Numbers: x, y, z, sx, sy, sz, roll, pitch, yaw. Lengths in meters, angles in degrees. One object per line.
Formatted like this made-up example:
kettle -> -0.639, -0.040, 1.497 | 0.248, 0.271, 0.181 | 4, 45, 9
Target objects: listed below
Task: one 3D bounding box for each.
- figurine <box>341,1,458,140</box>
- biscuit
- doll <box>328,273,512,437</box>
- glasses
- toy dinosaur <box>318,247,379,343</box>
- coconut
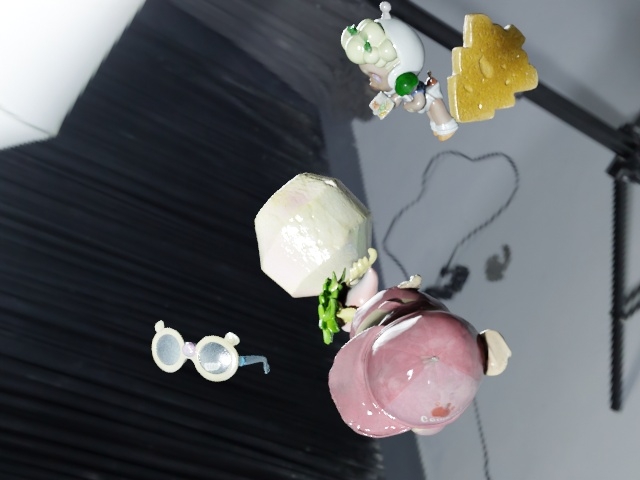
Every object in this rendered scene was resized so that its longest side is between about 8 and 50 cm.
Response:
figurine -> 0.101, -0.207, 1.284 | 0.094, 0.197, 0.147 | -31, 24, -1
biscuit -> 0.325, -0.327, 1.971 | 0.238, 0.212, 0.041 | -55, 26, -11
doll -> 0.107, 0.146, 1.175 | 0.196, 0.152, 0.256 | -39, 7, 0
glasses -> -0.198, 0.235, 1.883 | 0.190, 0.220, 0.088 | 6, 71, 27
toy dinosaur -> 0.092, 0.129, 1.769 | 0.177, 0.194, 0.152 | -5, 20, 15
coconut -> 0.000, 0.000, 2.011 | 0.259, 0.259, 0.259 | -36, 41, 40
